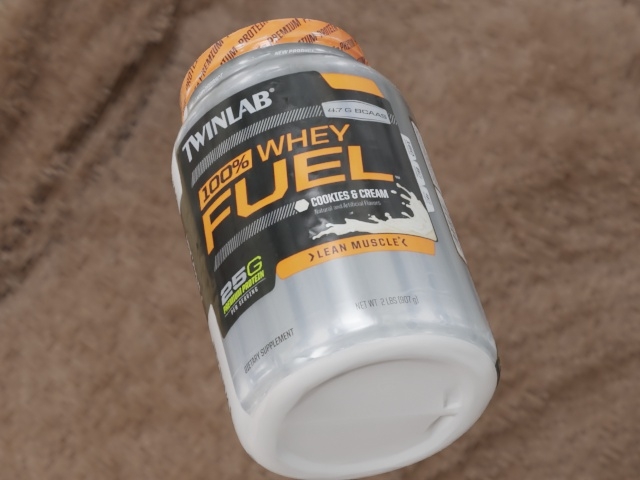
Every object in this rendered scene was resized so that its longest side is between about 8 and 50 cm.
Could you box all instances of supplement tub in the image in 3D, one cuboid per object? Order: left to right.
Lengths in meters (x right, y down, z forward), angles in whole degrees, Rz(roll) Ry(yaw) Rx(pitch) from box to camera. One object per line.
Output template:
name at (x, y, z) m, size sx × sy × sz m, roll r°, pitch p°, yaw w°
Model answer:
supplement tub at (0.000, 0.000, 1.329) m, size 0.194 × 0.316 × 0.193 m, roll -12°, pitch 144°, yaw -9°
